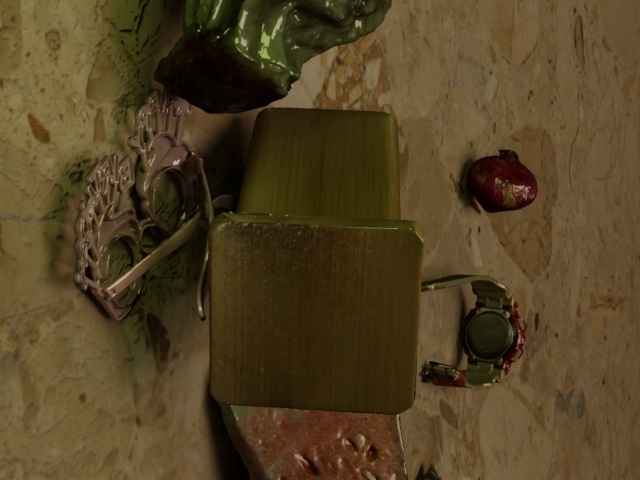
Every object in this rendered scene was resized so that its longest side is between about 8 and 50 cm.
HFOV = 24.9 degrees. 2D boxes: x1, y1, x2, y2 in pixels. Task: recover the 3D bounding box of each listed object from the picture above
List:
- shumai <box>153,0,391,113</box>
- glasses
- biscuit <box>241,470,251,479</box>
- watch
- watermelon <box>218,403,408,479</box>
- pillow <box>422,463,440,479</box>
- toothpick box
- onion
[{"bbox_3d":[-0.048,-0.222,1.352,0.261,0.225,0.221,1,107,-55],"label":"shumai"},{"bbox_3d":[-0.141,-0.031,1.294,0.255,0.095,0.162,-64,145,-45],"label":"glasses"},{"bbox_3d":[-0.060,0.393,1.568,0.318,0.040,0.317,2,90,-64],"label":"biscuit"},{"bbox_3d":[0.196,0.129,2.042,0.268,0.102,0.164,-2,96,-57],"label":"watch"},{"bbox_3d":[0.014,0.220,1.520,0.140,0.193,0.256,105,-36,-80],"label":"watermelon"},{"bbox_3d":[0.134,0.412,1.981,0.203,0.038,0.113,-58,141,-48],"label":"pillow"},{"bbox_3d":[0.000,0.000,1.392,0.308,0.188,0.190,-86,176,-62],"label":"toothpick box"},{"bbox_3d":[0.268,-0.087,2.140,0.107,0.107,0.097,-30,133,-61],"label":"onion"}]
